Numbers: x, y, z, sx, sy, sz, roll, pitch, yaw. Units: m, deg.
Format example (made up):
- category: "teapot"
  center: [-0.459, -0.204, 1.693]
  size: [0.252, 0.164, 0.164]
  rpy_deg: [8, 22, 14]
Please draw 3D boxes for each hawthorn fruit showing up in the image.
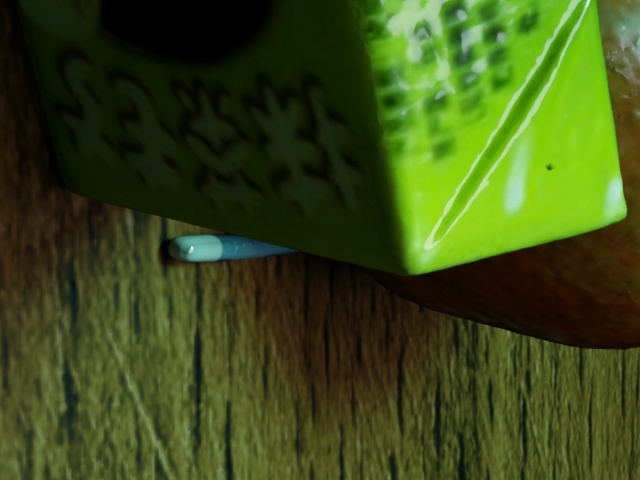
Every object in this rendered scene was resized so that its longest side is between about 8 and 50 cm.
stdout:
- category: "hawthorn fruit"
  center: [0.144, -0.073, 1.100]
  size: [0.311, 0.295, 0.295]
  rpy_deg: [46, 56, -28]

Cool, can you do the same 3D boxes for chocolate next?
- category: "chocolate"
  center: [-0.026, -0.138, 0.861]
  size: [0.137, 0.301, 0.289]
  rpy_deg: [-29, 118, -34]

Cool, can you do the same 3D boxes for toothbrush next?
- category: "toothbrush"
  center: [0.000, 0.000, 1.138]
  size: [0.275, 0.019, 0.025]
  rpy_deg: [-8, 108, -54]
